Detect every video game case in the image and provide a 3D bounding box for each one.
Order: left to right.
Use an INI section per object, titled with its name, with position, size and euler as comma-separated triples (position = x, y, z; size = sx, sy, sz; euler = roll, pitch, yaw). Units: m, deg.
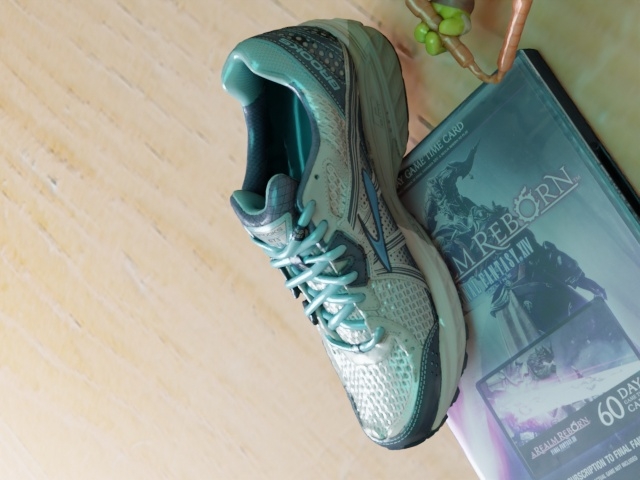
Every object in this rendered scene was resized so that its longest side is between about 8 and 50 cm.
[video game case]
position = 0.136, 0.049, 0.718
size = 0.196, 0.026, 0.274
euler = -43, 70, 36

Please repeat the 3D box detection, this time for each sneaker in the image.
[sneaker]
position = 0.000, 0.000, 0.728
size = 0.110, 0.122, 0.283
euler = -19, 85, 41

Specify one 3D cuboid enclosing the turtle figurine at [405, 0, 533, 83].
[turtle figurine]
position = 0.074, -0.243, 0.680
size = 0.217, 0.087, 0.269
euler = 27, 123, 43
